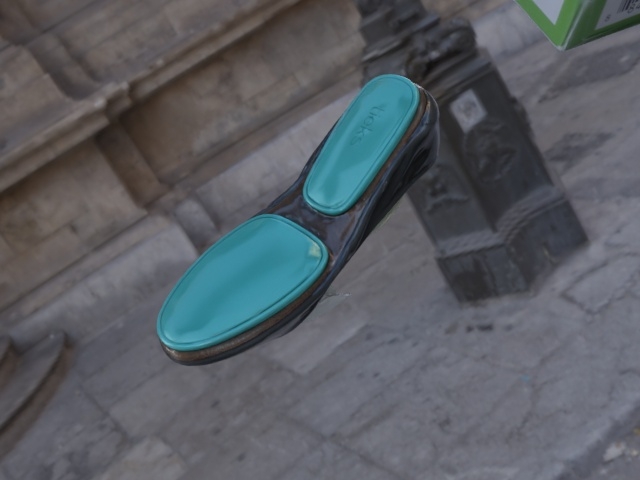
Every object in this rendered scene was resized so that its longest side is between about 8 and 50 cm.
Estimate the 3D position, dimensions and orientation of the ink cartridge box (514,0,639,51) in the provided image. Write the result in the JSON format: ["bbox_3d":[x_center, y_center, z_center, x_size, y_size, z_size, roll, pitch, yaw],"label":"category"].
[{"bbox_3d":[0.081,-0.174,0.356,0.109,0.209,0.062,-22,-30,-18],"label":"ink cartridge box"}]

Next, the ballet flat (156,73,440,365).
[{"bbox_3d":[0.000,0.000,0.716,0.280,0.096,0.095,-46,54,-10],"label":"ballet flat"}]
